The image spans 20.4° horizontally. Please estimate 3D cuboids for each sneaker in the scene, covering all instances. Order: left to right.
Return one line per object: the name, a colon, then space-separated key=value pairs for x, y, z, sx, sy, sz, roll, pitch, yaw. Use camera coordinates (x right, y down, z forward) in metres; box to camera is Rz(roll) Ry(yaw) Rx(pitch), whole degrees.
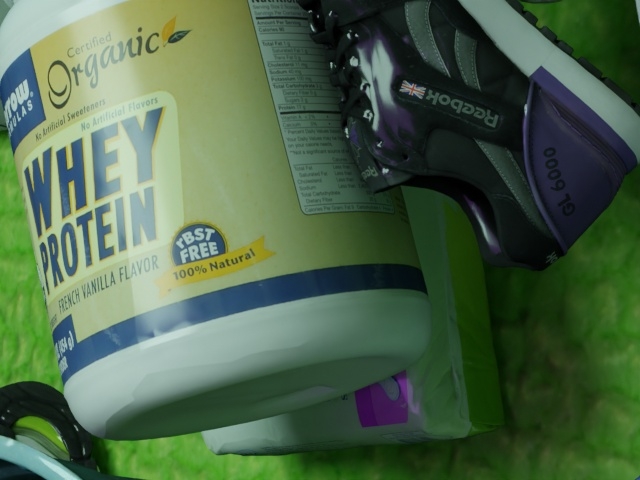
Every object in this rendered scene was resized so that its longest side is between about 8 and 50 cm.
sneaker: x=-0.211 y=0.271 z=1.488 sx=0.300 sy=0.111 sz=0.121 roll=67 pitch=150 yaw=20
sneaker: x=0.044 y=-0.096 z=0.984 sx=0.283 sy=0.107 sz=0.124 roll=39 pitch=82 yaw=-2

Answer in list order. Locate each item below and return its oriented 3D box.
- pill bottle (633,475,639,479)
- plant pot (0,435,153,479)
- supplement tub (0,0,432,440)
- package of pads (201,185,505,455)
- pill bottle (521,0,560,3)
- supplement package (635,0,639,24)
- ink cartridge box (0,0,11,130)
pill bottle: x=0.253 y=0.163 z=0.966 sx=0.272 sy=0.152 sz=0.152 roll=-46 pitch=60 yaw=35
plant pot: x=-0.145 y=0.301 z=1.205 sx=0.341 sy=0.334 sz=0.341 roll=-4 pitch=82 yaw=28
supplement tub: x=-0.073 y=-0.054 z=1.094 sx=0.228 sy=0.228 sz=0.316 roll=-26 pitch=73 yaw=43
package of pads: x=0.000 y=0.000 z=1.251 sx=0.229 sy=0.101 sz=0.297 roll=-12 pitch=82 yaw=44
pill bottle: x=0.048 y=-0.307 z=1.074 sx=0.361 sy=0.204 sz=0.204 roll=40 pitch=118 yaw=36
supplement package: x=0.256 y=-0.081 z=0.987 sx=0.105 sy=0.105 sz=0.179 roll=-15 pitch=80 yaw=43
ink cartridge box: x=-0.297 y=-0.180 z=1.453 sx=0.289 sy=0.211 sz=0.122 roll=-2 pitch=72 yaw=45
